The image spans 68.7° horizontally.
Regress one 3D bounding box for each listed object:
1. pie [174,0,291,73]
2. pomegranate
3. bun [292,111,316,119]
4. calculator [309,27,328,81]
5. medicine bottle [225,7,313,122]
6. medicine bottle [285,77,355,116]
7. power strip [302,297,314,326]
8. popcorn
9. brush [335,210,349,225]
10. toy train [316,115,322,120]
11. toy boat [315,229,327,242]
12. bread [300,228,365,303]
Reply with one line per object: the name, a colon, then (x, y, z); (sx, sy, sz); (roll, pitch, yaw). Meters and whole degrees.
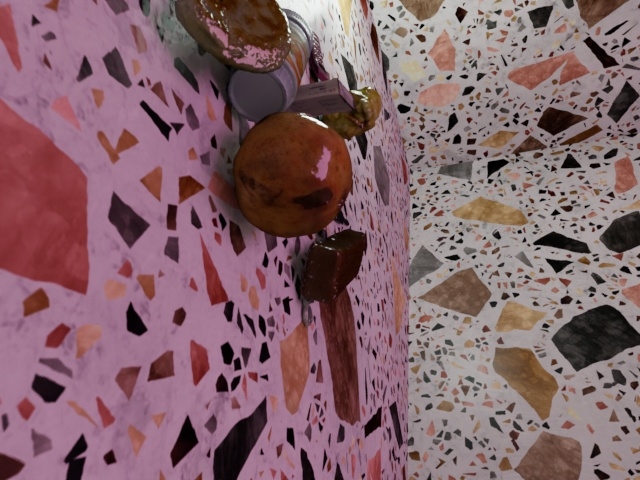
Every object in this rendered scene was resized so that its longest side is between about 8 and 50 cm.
pie: (-0.178, -0.456, 0.925); (0.302, 0.067, 0.303); (26, 47, -32)
pomegranate: (-0.059, -0.146, 1.034); (0.281, 0.281, 0.281); (-7, 90, -71)
bun: (-0.079, -0.260, 1.233); (0.173, 0.119, 0.173); (-163, -90, -83)
calculator: (-0.015, -0.678, 1.726); (0.126, 0.034, 0.191); (-6, 83, -71)
medicine bottle: (-0.116, -0.425, 1.131); (0.318, 0.158, 0.158); (-79, 154, -43)
medicine bottle: (-0.016, -0.401, 1.352); (0.171, 0.201, 0.052); (3, 83, -70)
power strip: (-0.032, 0.203, 1.332); (0.055, 0.035, 0.083); (-1, 87, -71)
popcorn: (0.120, -0.469, 1.747); (0.266, 0.233, 0.192); (-121, -159, -68)
brush: (0.083, -0.086, 1.810); (0.193, 0.016, 0.063); (33, 53, -66)
toy train: (-0.025, -0.393, 1.559); (0.122, 0.050, 0.081); (-28, 114, -71)
toy boat: (0.000, 0.000, 1.507); (0.038, 0.038, 0.083); (40, 50, -64)
bread: (0.051, 0.065, 1.459); (0.416, 0.113, 0.165); (-24, 128, -73)
